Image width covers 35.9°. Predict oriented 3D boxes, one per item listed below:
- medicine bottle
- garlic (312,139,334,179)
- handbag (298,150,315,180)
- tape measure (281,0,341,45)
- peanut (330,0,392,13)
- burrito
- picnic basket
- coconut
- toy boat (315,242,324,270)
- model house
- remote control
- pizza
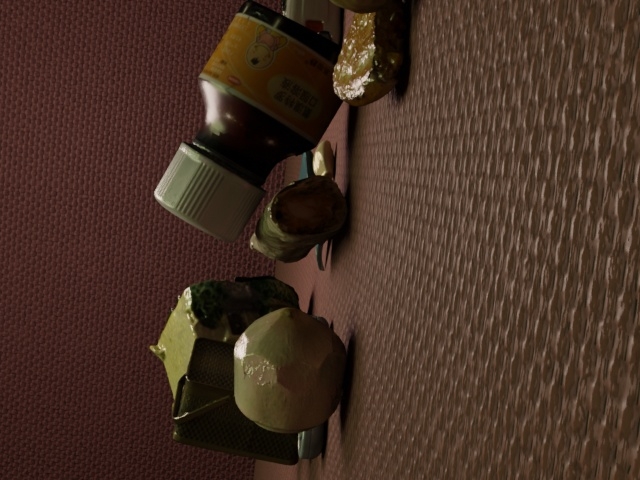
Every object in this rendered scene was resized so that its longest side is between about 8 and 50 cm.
[{"bbox_3d":[-0.115,-0.195,1.699,0.395,0.242,0.242,-63,7,4],"label":"medicine bottle"},{"bbox_3d":[0.009,-0.148,1.916,0.053,0.041,0.083,122,148,-49],"label":"garlic"},{"bbox_3d":[-0.017,-0.091,2.061,0.221,0.057,0.144,113,158,-72],"label":"handbag"},{"bbox_3d":[-0.024,-0.471,2.142,0.265,0.130,0.258,106,166,-64],"label":"tape measure"},{"bbox_3d":[0.055,-0.413,1.098,0.152,0.152,0.313,-98,14,-69],"label":"peanut"},{"bbox_3d":[-0.039,-0.031,1.685,0.105,0.143,0.299,66,166,4],"label":"burrito"},{"bbox_3d":[-0.138,0.300,1.839,0.165,0.266,0.139,-87,11,-64],"label":"picnic basket"},{"bbox_3d":[-0.042,0.179,1.421,0.171,0.170,0.183,-93,10,-59],"label":"coconut"},{"bbox_3d":[0.000,0.000,1.876,0.122,0.034,0.096,99,179,-49],"label":"toy boat"},{"bbox_3d":[-0.158,0.255,2.072,0.261,0.321,0.266,-58,38,40],"label":"model house"},{"bbox_3d":[-0.011,0.245,1.661,0.087,0.047,0.244,100,173,-69],"label":"remote control"},{"bbox_3d":[0.075,-0.262,1.221,0.188,0.062,0.199,-149,70,-71],"label":"pizza"}]
